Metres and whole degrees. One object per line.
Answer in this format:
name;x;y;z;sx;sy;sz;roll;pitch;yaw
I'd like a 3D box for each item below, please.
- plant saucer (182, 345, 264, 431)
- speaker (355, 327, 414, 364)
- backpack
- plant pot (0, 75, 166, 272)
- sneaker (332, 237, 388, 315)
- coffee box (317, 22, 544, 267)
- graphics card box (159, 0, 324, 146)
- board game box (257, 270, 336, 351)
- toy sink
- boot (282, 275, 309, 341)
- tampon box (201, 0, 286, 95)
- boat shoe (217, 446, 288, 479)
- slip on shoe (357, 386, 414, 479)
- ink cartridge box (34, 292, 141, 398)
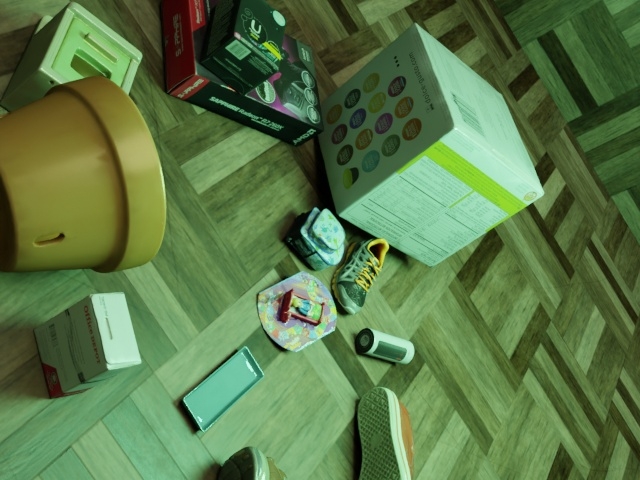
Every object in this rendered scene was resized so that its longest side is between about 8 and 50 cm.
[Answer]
plant saucer;-0.166;0.253;1.504;0.067;0.018;0.192;59;35;-4
speaker;0.138;0.225;1.865;0.136;0.055;0.055;22;51;-42
backpack;0.000;0.000;1.817;0.114;0.084;0.105;52;39;-19
plant pot;-0.383;-0.074;1.256;0.204;0.291;0.290;-20;83;-37
sneaker;0.089;0.069;1.884;0.084;0.083;0.214;44;41;-26
coffee box;0.232;-0.202;1.988;0.338;0.334;0.337;27;38;-39
graphics card box;-0.159;-0.361;1.850;0.371;0.094;0.232;19;54;-45
board game box;-0.036;0.131;1.683;0.169;0.033;0.133;-26;82;-35
toy sink;-0.403;-0.291;1.469;0.153;0.131;0.234;38;42;-31
boot;-0.048;0.138;1.714;0.106;0.037;0.114;42;45;-22
tampon box;-0.148;-0.393;1.717;0.120;0.101;0.161;34;45;-34
boat shoe;-0.094;0.484;1.358;0.116;0.123;0.324;34;46;-36
slip on shoe;0.135;0.442;1.674;0.101;0.123;0.331;37;38;-36
ink cartridge box;-0.332;0.150;1.251;0.063;0.150;0.109;0;68;-51
